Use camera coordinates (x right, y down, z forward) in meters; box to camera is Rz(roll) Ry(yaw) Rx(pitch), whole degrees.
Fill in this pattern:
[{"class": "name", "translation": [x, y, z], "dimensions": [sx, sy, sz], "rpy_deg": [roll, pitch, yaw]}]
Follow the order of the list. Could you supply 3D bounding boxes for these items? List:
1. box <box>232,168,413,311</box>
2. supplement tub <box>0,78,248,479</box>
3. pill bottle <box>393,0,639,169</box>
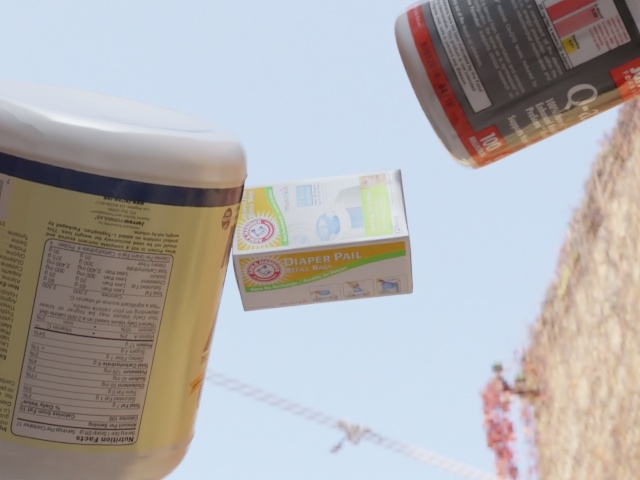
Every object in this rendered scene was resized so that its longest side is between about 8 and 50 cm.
[{"class": "box", "translation": [0.000, 0.000, 1.524], "dimensions": [0.203, 0.114, 0.103], "rpy_deg": [-6, -42, 2]}, {"class": "supplement tub", "translation": [-0.196, 0.055, 1.006], "dimensions": [0.235, 0.235, 0.324], "rpy_deg": [11, -80, -8]}, {"class": "pill bottle", "translation": [0.284, -0.242, 1.488], "dimensions": [0.363, 0.210, 0.210], "rpy_deg": [-24, -54, 16]}]
